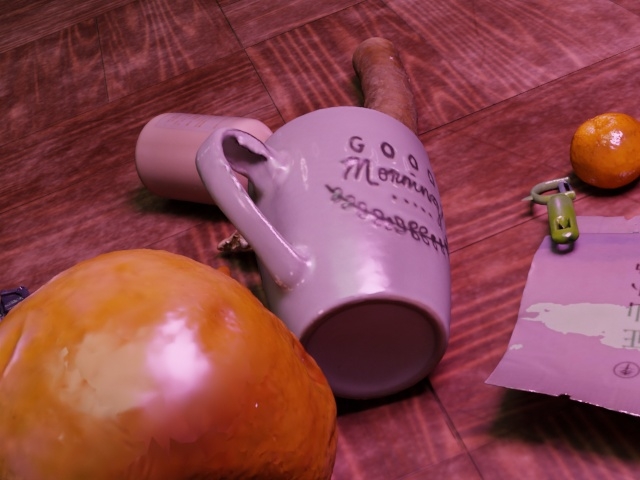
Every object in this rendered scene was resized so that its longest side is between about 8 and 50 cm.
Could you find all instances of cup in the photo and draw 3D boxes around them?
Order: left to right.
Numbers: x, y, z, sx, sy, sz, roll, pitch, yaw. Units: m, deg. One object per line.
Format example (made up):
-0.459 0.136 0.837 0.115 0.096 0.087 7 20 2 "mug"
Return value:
0.000 0.000 0.812 0.186 0.258 0.234 -47 30 29 "cup"

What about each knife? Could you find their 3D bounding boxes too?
0.224 -0.031 0.873 0.054 0.015 0.212 -8 15 13 "knife"

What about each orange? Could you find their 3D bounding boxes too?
0.301 -0.093 0.933 0.083 0.070 0.083 -25 27 14 "orange"

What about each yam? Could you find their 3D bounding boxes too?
0.083 -0.170 1.152 0.081 0.081 0.357 -15 33 7 "yam"

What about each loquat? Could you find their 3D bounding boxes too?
-0.134 0.149 0.665 0.284 0.276 0.276 -51 40 -7 "loquat"

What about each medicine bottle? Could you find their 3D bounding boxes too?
-0.110 -0.097 1.113 0.252 0.114 0.114 9 44 37 "medicine bottle"

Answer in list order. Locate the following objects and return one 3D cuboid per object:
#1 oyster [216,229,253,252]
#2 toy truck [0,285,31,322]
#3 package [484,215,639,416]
-0.038 -0.006 1.010 0.146 0.045 0.122 -20 30 -12 "oyster"
-0.301 0.123 0.935 0.092 0.083 0.192 -27 33 -19 "toy truck"
0.269 0.060 0.741 0.203 0.062 0.251 4 38 31 "package"
